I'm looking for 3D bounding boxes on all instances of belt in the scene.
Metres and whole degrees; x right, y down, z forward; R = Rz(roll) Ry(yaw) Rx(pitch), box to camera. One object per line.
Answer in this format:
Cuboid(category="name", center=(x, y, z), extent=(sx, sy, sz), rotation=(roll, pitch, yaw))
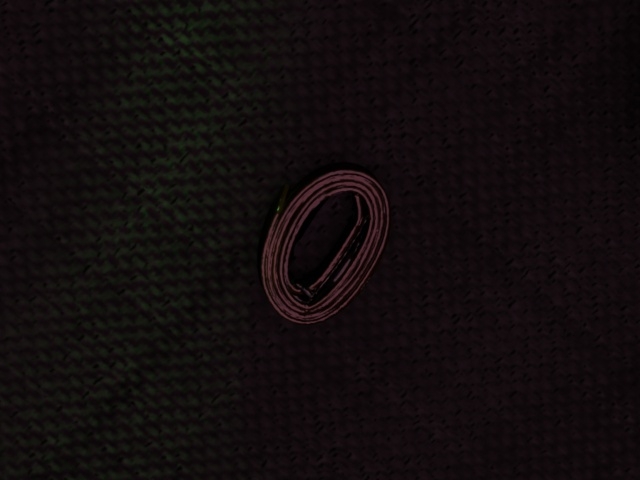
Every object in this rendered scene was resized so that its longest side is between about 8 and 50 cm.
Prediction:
Cuboid(category="belt", center=(0.000, 0.000, 0.845), extent=(0.059, 0.036, 0.083), rotation=(30, 95, -10))
